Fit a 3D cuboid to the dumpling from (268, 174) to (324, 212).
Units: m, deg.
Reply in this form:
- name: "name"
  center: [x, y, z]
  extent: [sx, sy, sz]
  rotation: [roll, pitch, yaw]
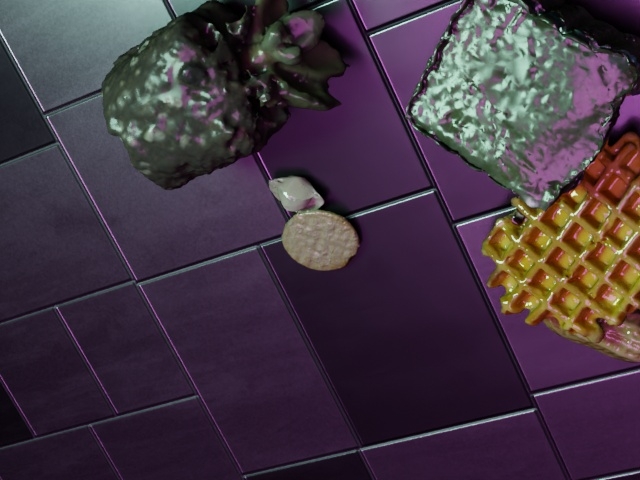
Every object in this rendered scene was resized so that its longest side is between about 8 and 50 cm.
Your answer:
- name: "dumpling"
  center: [-0.036, -0.069, 1.972]
  extent: [0.076, 0.057, 0.052]
  rotation: [-9, 77, -5]

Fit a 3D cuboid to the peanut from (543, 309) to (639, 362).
- name: "peanut"
  center: [0.399, 0.113, 1.886]
  extent: [0.194, 0.093, 0.083]
  rotation: [23, 125, 21]

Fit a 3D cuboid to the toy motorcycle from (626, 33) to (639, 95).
- name: "toy motorcycle"
  center: [0.468, -0.230, 1.698]
  extent: [0.193, 0.061, 0.124]
  rotation: [-16, 112, 24]

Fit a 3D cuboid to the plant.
- name: "plant"
  center: [-0.128, -0.220, 1.819]
  extent: [0.312, 0.213, 0.215]
  rotation: [-21, 106, 29]

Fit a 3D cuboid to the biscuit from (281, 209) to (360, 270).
- name: "biscuit"
  center: [0.000, 0.000, 1.993]
  extent: [0.120, 0.015, 0.120]
  rotation: [6, 131, 7]

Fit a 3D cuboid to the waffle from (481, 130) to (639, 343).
- name: "waffle"
  center: [0.340, -0.009, 1.813]
  extent: [0.283, 0.065, 0.309]
  rotation: [-5, 93, 33]

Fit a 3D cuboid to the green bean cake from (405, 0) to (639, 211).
- name: "green bean cake"
  center: [0.267, -0.197, 1.712]
  extent: [0.255, 0.132, 0.241]
  rotation: [33, 116, 14]
